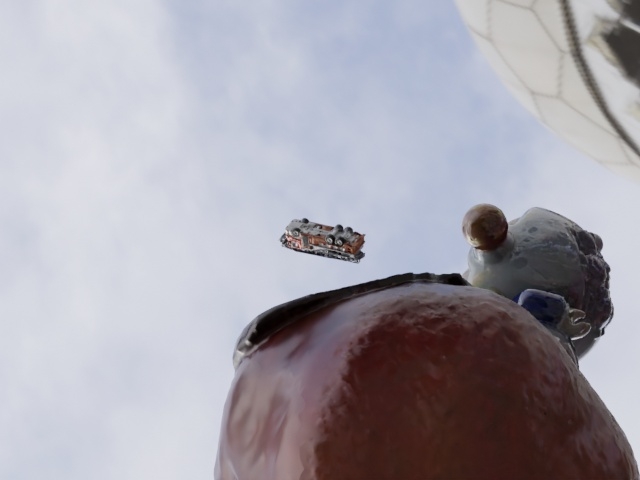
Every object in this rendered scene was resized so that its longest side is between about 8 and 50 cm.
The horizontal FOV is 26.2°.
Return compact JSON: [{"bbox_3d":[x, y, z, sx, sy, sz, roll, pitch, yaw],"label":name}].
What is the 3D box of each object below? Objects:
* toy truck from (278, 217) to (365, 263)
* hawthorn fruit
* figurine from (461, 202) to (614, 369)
[{"bbox_3d":[0.000,0.000,1.211,0.083,0.024,0.032,12,-49,26],"label":"toy truck"},{"bbox_3d":[0.033,0.134,0.583,0.190,0.189,0.251,30,-123,-24],"label":"hawthorn fruit"},{"bbox_3d":[0.169,0.061,1.102,0.133,0.274,0.193,-12,-89,14],"label":"figurine"}]
